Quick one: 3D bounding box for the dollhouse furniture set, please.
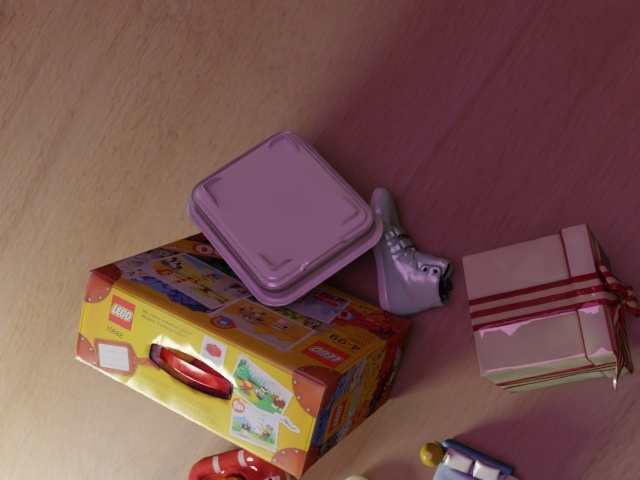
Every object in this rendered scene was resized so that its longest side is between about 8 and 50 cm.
[{"bbox_3d":[0.267,0.544,1.696,0.303,0.198,0.286,23,93,23],"label":"dollhouse furniture set"}]

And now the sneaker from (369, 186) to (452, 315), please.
[{"bbox_3d":[0.182,0.014,1.843,0.151,0.094,0.256,-9,91,27],"label":"sneaker"}]

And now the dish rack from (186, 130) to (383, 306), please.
[{"bbox_3d":[-0.075,-0.062,1.790,0.285,0.072,0.333,-34,60,-14],"label":"dish rack"}]

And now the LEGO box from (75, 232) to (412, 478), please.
[{"bbox_3d":[-0.139,0.188,1.785,0.500,0.372,0.193,23,112,22],"label":"LEGO box"}]

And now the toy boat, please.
[{"bbox_3d":[-0.178,0.500,1.904,0.231,0.151,0.151,-18,78,19],"label":"toy boat"}]

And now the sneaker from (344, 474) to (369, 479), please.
[{"bbox_3d":[0.043,0.601,1.821,0.106,0.123,0.290,10,87,24],"label":"sneaker"}]

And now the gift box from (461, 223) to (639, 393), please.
[{"bbox_3d":[0.419,0.146,1.654,0.258,0.255,0.276,-16,73,21],"label":"gift box"}]
